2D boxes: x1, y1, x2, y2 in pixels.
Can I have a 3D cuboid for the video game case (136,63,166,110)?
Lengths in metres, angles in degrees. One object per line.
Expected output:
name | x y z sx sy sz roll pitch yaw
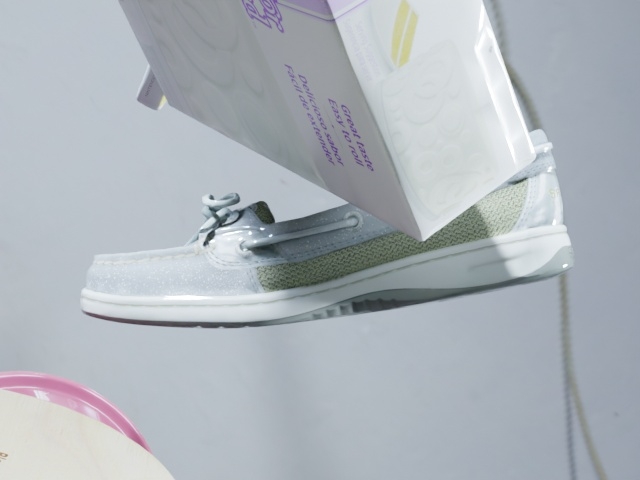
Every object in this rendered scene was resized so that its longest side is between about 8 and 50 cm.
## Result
video game case | -0.070 -0.238 1.250 0.026 0.227 0.206 27 128 -2

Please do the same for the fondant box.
fondant box | -0.033 -0.163 0.952 0.096 0.330 0.238 -36 123 -18

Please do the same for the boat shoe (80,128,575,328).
boat shoe | 0.001 0.000 1.012 0.320 0.118 0.103 -8 86 1

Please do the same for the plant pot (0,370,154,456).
plant pot | -0.190 0.186 1.000 0.201 0.180 0.201 1 88 -17

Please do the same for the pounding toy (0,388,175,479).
pounding toy | -0.176 0.157 0.705 0.237 0.183 0.110 -10 121 -59
